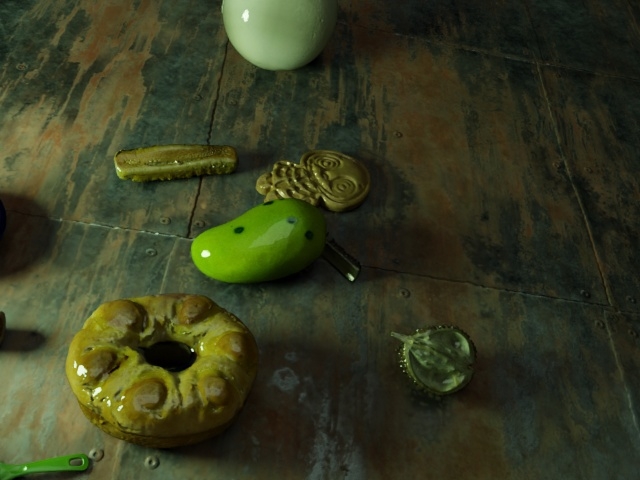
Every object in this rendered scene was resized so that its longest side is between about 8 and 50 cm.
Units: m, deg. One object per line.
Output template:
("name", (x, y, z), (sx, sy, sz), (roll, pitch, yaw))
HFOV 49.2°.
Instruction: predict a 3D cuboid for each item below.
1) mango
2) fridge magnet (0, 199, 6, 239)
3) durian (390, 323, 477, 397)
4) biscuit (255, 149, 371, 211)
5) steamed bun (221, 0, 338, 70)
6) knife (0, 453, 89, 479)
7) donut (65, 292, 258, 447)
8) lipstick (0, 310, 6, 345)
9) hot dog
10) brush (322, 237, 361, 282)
("mango", (-0.124, 0.005, 1.471), (0.293, 0.143, 0.175), (-15, 54, -14))
("fridge magnet", (-0.753, -0.027, 1.360), (0.266, 0.112, 0.265), (7, 47, -8))
("durian", (0.212, 0.228, 1.375), (0.188, 0.091, 0.148), (30, 71, -13))
("biscuit", (-0.011, -0.143, 1.694), (0.289, 0.044, 0.202), (-9, 52, -23))
("steamed bun", (-0.102, -0.621, 1.908), (0.324, 0.324, 0.206), (-12, 29, -23))
("knife", (-0.463, 0.374, 1.134), (0.166, 0.022, 0.078), (-6, 56, -17))
("donut", (-0.270, 0.223, 1.228), (0.317, 0.150, 0.299), (28, 48, 12))
("lipstick", (-0.703, 0.149, 1.242), (0.255, 0.070, 0.070), (6, 48, -9))
("hot dog", (-0.333, -0.181, 1.633), (0.289, 0.068, 0.083), (-6, 73, -24))
("brush", (0.000, 0.000, 1.569), (0.248, 0.043, 0.036), (40, 36, 23))
